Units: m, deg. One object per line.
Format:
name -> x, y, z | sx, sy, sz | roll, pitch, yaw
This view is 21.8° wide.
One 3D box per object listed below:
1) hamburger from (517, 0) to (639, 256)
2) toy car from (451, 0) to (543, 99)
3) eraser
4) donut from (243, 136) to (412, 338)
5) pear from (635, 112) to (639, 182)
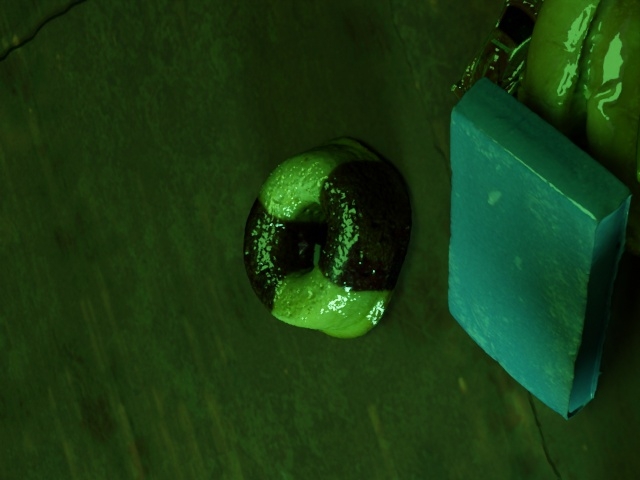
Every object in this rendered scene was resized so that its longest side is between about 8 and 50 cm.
hamburger -> 0.220, -0.117, 1.219 | 0.144, 0.157, 0.282 | 26, 120, 46
toy car -> 0.157, -0.157, 1.358 | 0.059, 0.035, 0.122 | 48, 127, 32
eraser -> 0.157, 0.018, 1.256 | 0.144, 0.043, 0.312 | 42, 159, 25
donut -> 0.000, 0.000, 1.504 | 0.166, 0.073, 0.184 | 50, 124, 29
pear -> 0.362, -0.087, 1.047 | 0.336, 0.285, 0.285 | -28, 74, 3
